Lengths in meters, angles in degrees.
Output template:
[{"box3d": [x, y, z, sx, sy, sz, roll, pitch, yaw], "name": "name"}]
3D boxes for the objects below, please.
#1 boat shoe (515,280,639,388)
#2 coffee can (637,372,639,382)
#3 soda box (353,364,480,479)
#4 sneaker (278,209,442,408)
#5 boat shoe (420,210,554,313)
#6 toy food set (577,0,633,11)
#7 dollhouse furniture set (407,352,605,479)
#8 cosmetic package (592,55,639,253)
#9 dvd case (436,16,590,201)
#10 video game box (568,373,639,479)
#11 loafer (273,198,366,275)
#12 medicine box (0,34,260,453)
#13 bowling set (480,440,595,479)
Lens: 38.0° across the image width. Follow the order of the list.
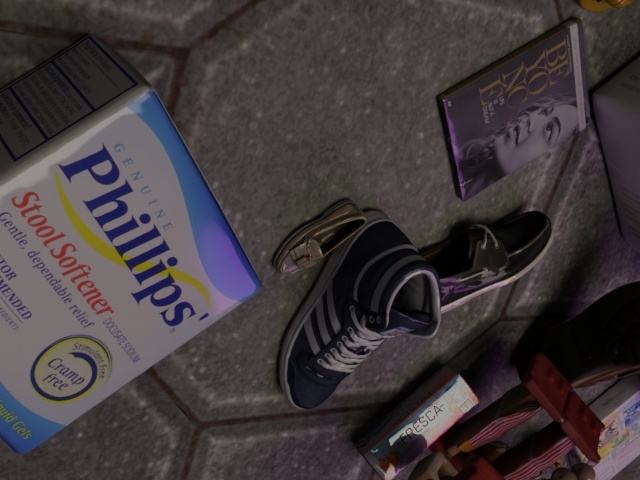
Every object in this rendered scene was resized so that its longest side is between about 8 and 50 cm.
[{"box3d": [0.450, 0.145, 1.395, 0.324, 0.123, 0.120, -27, 155, 38], "name": "boat shoe"}, {"box3d": [0.712, 0.193, 1.595, 0.275, 0.201, 0.202, -23, 129, -29], "name": "coffee can"}, {"box3d": [0.139, 0.263, 1.346, 0.183, 0.063, 0.058, -39, 102, -7], "name": "soda box"}, {"box3d": [0.048, 0.118, 1.140, 0.099, 0.153, 0.282, 10, 112, -38], "name": "sneaker"}, {"box3d": [0.215, 0.018, 1.240, 0.233, 0.084, 0.079, -27, 130, -14], "name": "boat shoe"}, {"box3d": [0.392, -0.374, 1.121, 0.128, 0.071, 0.218, 11, 111, -39], "name": "toy food set"}, {"box3d": [0.239, 0.321, 1.247, 0.201, 0.152, 0.374, -41, 178, 27], "name": "dollhouse furniture set"}, {"box3d": [0.650, -0.140, 1.272, 0.393, 0.329, 0.327, -38, 132, -8], "name": "cosmetic package"}, {"box3d": [0.255, -0.166, 1.196, 0.221, 0.018, 0.165, -31, 131, -15], "name": "dvd case"}, {"box3d": [0.540, 0.346, 1.698, 0.205, 0.048, 0.187, -35, 134, -12], "name": "video game box"}, {"box3d": [0.000, 0.000, 1.110, 0.125, 0.039, 0.045, -40, 133, -7], "name": "loafer"}, {"box3d": [-0.246, 0.006, 0.871, 0.289, 0.149, 0.263, -35, 132, -10], "name": "medicine box"}, {"box3d": [0.368, 0.398, 1.510, 0.154, 0.287, 0.200, -29, 102, 8], "name": "bowling set"}]
